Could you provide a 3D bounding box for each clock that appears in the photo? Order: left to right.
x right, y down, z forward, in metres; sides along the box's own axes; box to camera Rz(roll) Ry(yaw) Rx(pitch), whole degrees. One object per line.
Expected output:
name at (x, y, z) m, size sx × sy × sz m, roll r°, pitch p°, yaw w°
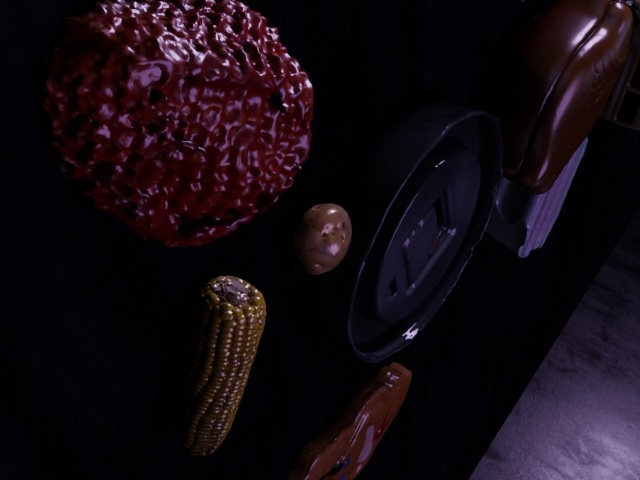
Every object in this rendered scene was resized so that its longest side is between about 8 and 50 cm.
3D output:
clock at (0.106, -0.013, 1.517) m, size 0.325 × 0.067 × 0.325 m, roll -44°, pitch 151°, yaw -34°

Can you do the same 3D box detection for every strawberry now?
strawberry at (-0.082, -0.077, 0.907) m, size 0.188 × 0.106 × 0.286 m, roll -64°, pitch 161°, yaw 4°

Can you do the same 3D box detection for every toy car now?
toy car at (0.554, -0.316, 2.212) m, size 0.101 × 0.124 × 0.256 m, roll -46°, pitch 158°, yaw -42°

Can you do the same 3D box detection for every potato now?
potato at (0.000, 0.000, 1.325) m, size 0.068 × 0.062 × 0.083 m, roll -32°, pitch 171°, yaw -29°

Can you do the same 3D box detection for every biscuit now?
biscuit at (0.041, 0.300, 1.885) m, size 0.334 × 0.047 × 0.202 m, roll -43°, pitch 154°, yaw -44°

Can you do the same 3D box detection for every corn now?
corn at (-0.099, 0.121, 1.213) m, size 0.072 × 0.072 × 0.203 m, roll -38°, pitch 152°, yaw -50°

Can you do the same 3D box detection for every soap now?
soap at (0.325, -0.091, 1.997) m, size 0.145 × 0.091 × 0.230 m, roll -27°, pitch 142°, yaw -55°

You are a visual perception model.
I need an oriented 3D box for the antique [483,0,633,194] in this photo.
antique at (0.309, -0.203, 1.721) m, size 0.278 × 0.129 × 0.223 m, roll -63°, pitch 162°, yaw 8°

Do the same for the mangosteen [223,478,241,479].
mangosteen at (-0.103, 0.311, 1.478) m, size 0.081 × 0.081 × 0.081 m, roll -51°, pitch 159°, yaw -28°
